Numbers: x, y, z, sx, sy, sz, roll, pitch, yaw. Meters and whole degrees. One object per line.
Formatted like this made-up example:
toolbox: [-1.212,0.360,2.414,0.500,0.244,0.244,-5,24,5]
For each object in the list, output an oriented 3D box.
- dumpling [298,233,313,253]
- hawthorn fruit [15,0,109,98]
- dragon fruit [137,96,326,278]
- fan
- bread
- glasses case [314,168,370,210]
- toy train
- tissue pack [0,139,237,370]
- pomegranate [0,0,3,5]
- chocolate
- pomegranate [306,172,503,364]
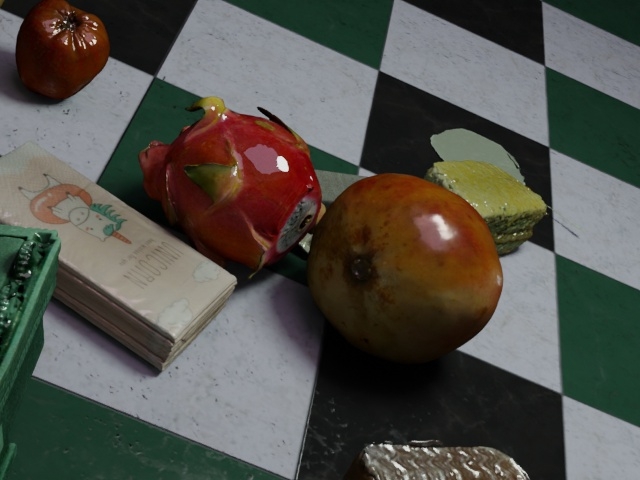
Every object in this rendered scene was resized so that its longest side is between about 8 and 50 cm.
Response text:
dumpling: [-0.001,0.001,1.710,0.077,0.043,0.059,5,55,-55]
hawthorn fruit: [-0.370,-0.265,1.722,0.133,0.138,0.133,16,49,-20]
dragon fruit: [-0.111,-0.069,1.587,0.227,0.224,0.224,41,36,23]
fan: [0.328,-0.102,2.099,0.310,0.010,0.182,38,36,20]
bread: [0.246,-0.049,1.892,0.196,0.102,0.138,-9,51,-46]
glasses case: [0.000,-0.067,1.792,0.205,0.047,0.071,6,44,-29]
toy train: [-0.349,0.116,1.193,0.138,0.178,0.330,5,31,1]
tissue pack: [-0.275,0.011,1.474,0.325,0.071,0.170,33,32,8]
pomegranate: [-0.557,-0.403,1.606,0.410,0.410,0.410,19,35,-14]
chocolate: [0.136,0.306,1.353,0.214,0.093,0.148,9,39,-25]
pomegranate: [0.123,0.037,1.589,0.270,0.229,0.252,2,32,-50]
